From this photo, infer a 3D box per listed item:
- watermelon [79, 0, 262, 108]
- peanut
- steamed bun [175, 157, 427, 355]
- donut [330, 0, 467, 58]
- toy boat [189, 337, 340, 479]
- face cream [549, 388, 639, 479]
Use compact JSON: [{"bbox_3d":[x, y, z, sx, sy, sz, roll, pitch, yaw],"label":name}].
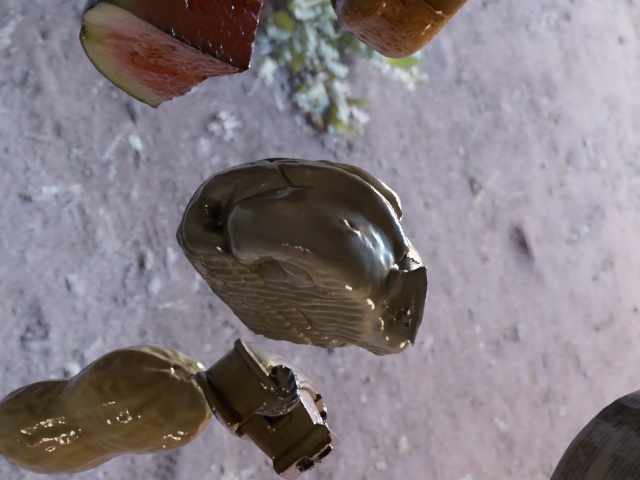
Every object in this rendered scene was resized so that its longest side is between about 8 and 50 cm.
[{"bbox_3d":[-0.127,-0.187,1.088,0.193,0.145,0.137,-30,101,-37],"label":"watermelon"},{"bbox_3d":[-0.235,0.178,1.385,0.123,0.257,0.123,-14,90,-77],"label":"peanut"},{"bbox_3d":[0.002,0.000,1.092,0.218,0.211,0.144,46,62,-41],"label":"steamed bun"},{"bbox_3d":[0.105,-0.303,1.416,0.114,0.226,0.226,36,46,-15],"label":"donut"},{"bbox_3d":[-0.037,0.174,1.294,0.121,0.089,0.321,48,-4,16],"label":"toy boat"},{"bbox_3d":[0.315,0.242,0.982,0.249,0.225,0.249,-5,101,-26],"label":"face cream"}]
